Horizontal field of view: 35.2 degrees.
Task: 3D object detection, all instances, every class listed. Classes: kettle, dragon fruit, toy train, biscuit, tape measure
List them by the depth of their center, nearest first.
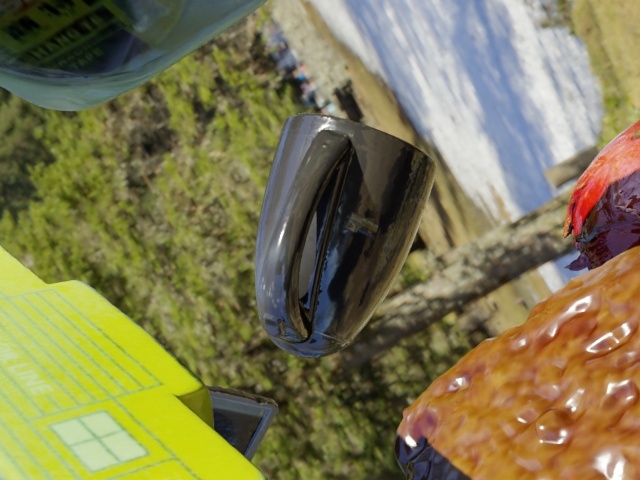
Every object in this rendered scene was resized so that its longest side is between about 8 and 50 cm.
[{"bbox_3d":[-0.218,0.133,0.611,0.442,0.273,0.179,30,120,44],"label":"toy train"},{"bbox_3d":[-0.171,-0.226,0.696,0.262,0.259,0.138,36,-146,-42],"label":"tape measure"},{"bbox_3d":[0.232,0.209,0.804,0.166,0.343,0.395,46,-164,-30],"label":"biscuit"},{"bbox_3d":[0.397,-0.033,1.095,0.252,0.241,0.240,-27,96,44],"label":"dragon fruit"},{"bbox_3d":[0.000,0.000,1.255,0.208,0.290,0.268,16,171,20],"label":"kettle"}]

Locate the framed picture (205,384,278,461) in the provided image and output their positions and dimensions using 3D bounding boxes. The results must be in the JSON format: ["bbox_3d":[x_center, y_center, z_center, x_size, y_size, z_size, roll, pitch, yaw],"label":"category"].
[{"bbox_3d":[-0.204,0.255,1.267,0.266,0.192,0.018,17,-161,-28],"label":"framed picture"}]
